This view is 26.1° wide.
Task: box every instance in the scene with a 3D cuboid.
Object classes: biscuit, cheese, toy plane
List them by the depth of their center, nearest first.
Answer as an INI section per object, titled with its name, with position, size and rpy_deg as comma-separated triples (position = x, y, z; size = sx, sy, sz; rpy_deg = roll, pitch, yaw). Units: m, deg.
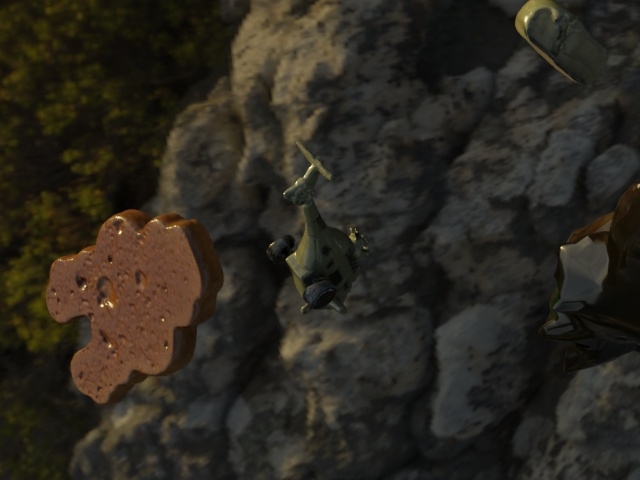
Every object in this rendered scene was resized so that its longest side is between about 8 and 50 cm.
[cheese]
position = 0.248, -0.191, 1.378
size = 0.047, 0.171, 0.092
rpy_deg = -47, 58, 10
[toy plane]
position = 0.000, 0.000, 1.520
size = 0.108, 0.286, 0.092
rpy_deg = -35, 60, -8
[biscuit]
position = -0.221, 0.072, 1.661
size = 0.334, 0.047, 0.202
rpy_deg = -33, 76, 46

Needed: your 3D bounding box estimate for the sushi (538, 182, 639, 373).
[sushi]
position = 0.208, 0.046, 0.502
size = 0.238, 0.225, 0.219
rpy_deg = -42, 74, 40
